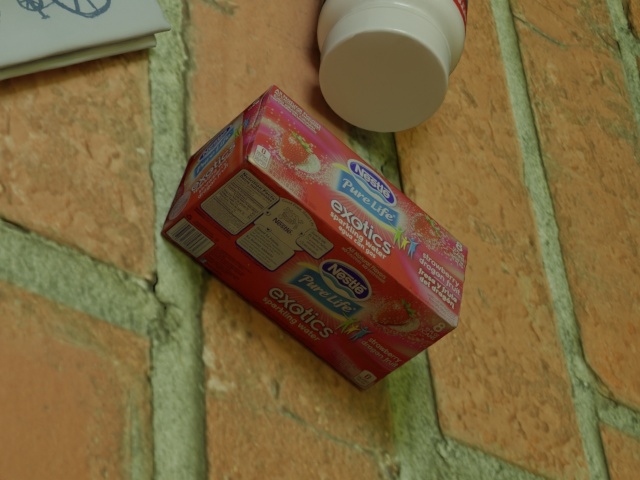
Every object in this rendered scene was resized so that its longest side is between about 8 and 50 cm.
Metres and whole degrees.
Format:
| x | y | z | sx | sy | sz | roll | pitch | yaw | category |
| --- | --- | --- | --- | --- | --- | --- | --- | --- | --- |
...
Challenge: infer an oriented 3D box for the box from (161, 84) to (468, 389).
| x | y | z | sx | sy | sz | roll | pitch | yaw | category |
| --- | --- | --- | --- | --- | --- | --- | --- | --- | --- |
| 0.000 | 0.000 | 1.471 | 0.257 | 0.128 | 0.123 | 39 | 37 | -19 | box |

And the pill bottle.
| x | y | z | sx | sy | sz | roll | pitch | yaw | category |
| --- | --- | --- | --- | --- | --- | --- | --- | --- | --- |
| 0.082 | -0.258 | 1.770 | 0.161 | 0.161 | 0.283 | 36 | 37 | -23 | pill bottle |

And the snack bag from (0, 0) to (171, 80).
| x | y | z | sx | sy | sz | roll | pitch | yaw | category |
| --- | --- | --- | --- | --- | --- | --- | --- | --- | --- |
| -0.324 | -0.291 | 1.433 | 0.342 | 0.037 | 0.323 | 54 | 33 | 6 | snack bag |
